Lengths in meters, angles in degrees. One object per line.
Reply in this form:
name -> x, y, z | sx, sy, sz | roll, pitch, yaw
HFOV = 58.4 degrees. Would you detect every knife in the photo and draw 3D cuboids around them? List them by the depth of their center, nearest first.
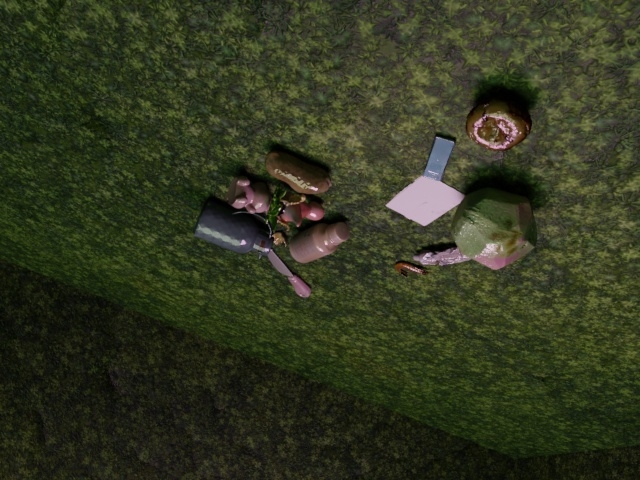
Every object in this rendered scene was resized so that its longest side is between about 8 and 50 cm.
knife -> -0.143, 0.128, 2.392 | 0.081, 0.043, 0.336 | 2, 141, 40

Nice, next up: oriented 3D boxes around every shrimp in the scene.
shrimp -> 0.333, 0.111, 2.085 | 0.127, 0.025, 0.091 | 14, 151, 17

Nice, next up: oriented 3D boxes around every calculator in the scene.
calculator -> 0.317, -0.218, 1.533 | 0.057, 0.018, 0.172 | 14, 151, 6

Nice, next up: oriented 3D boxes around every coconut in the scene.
coconut -> 0.483, -0.032, 1.574 | 0.235, 0.236, 0.204 | 16, -174, 3

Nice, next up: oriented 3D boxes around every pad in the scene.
pad -> 0.313, -0.117, 1.724 | 0.156, 0.004, 0.232 | 26, 150, -15

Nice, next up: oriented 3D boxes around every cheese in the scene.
cheese -> -0.146, -0.006, 2.142 | 0.084, 0.041, 0.060 | 8, 146, 50

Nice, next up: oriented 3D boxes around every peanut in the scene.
peanut -> -0.070, -0.200, 1.711 | 0.213, 0.100, 0.099 | 26, 150, -14

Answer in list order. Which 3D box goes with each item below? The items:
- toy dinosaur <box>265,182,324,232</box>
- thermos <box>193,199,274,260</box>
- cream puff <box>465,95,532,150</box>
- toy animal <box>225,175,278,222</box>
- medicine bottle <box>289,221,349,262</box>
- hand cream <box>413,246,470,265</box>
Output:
toy dinosaur -> -0.079, -0.083, 1.824 | 0.176, 0.152, 0.194 | 18, -171, -4
thermos -> -0.303, -0.044, 2.081 | 0.286, 0.145, 0.182 | 21, 117, -10
cream puff -> 0.408, -0.276, 1.315 | 0.148, 0.085, 0.149 | 15, 148, 10
toy animal -> -0.200, -0.142, 1.886 | 0.212, 0.125, 0.124 | 13, 159, -38
medicine bottle -> 0.000, 0.000, 1.991 | 0.114, 0.114, 0.252 | 33, 148, -25
hand cream -> 0.424, 0.044, 1.900 | 0.256, 0.050, 0.084 | -8, 139, 35
